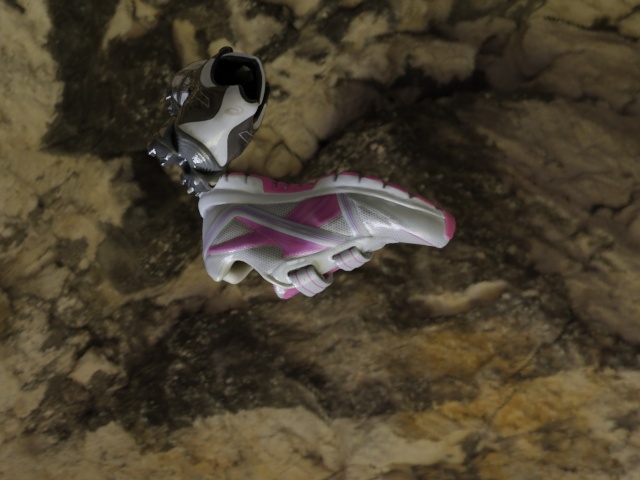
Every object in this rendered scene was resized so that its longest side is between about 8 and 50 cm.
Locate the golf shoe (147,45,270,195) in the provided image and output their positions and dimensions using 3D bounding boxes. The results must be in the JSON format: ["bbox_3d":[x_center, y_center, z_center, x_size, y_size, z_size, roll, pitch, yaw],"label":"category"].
[{"bbox_3d":[-0.072,-0.110,0.769,0.077,0.094,0.198,38,-160,-21],"label":"golf shoe"}]

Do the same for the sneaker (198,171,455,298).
[{"bbox_3d":[0.000,0.000,0.906,0.103,0.252,0.111,19,-106,-65],"label":"sneaker"}]
